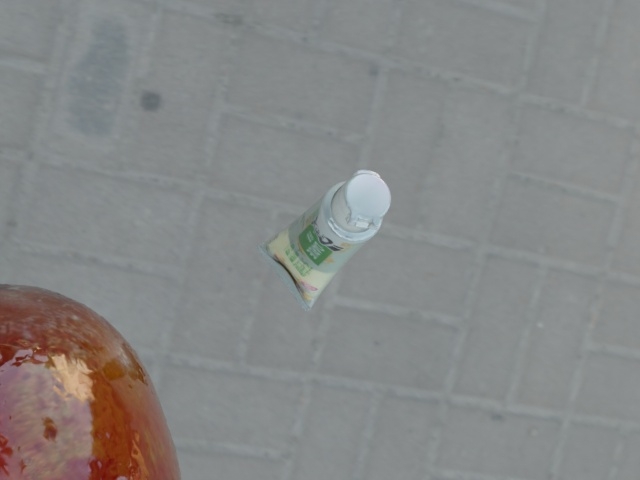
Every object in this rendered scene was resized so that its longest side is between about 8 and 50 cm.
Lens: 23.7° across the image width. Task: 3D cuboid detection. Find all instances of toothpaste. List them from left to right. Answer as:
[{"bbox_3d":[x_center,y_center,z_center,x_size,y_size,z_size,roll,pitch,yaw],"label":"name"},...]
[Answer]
[{"bbox_3d":[0.000,0.000,1.315,0.056,0.314,0.058,8,74,-12],"label":"toothpaste"}]

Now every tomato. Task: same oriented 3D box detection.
[{"bbox_3d":[-0.253,0.181,1.038,0.338,0.144,0.338,1,85,-6],"label":"tomato"}]
